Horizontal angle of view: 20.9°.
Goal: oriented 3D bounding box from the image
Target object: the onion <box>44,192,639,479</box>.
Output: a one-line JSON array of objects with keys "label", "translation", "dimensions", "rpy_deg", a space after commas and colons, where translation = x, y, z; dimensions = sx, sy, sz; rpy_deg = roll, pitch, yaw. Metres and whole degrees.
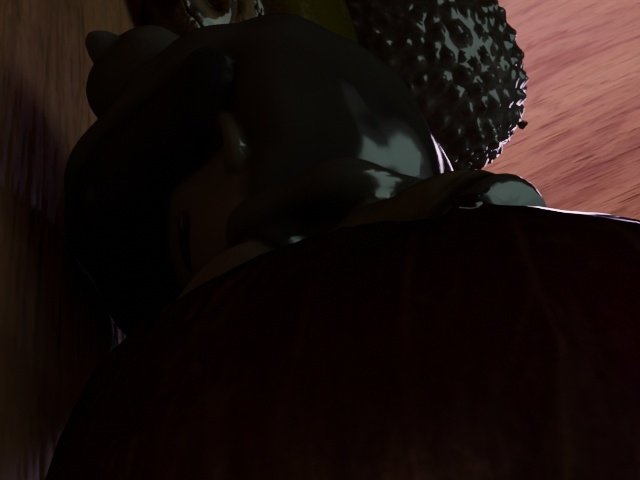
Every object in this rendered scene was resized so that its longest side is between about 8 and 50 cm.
[{"label": "onion", "translation": [0.053, 0.187, 0.560], "dimensions": [0.347, 0.348, 0.385], "rpy_deg": [59, 25, -45]}]

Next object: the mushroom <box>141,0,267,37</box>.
[{"label": "mushroom", "translation": [-0.091, -0.187, 1.438], "dimensions": [0.127, 0.087, 0.127], "rpy_deg": [24, 54, -38]}]

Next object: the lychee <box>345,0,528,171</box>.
[{"label": "lychee", "translation": [0.087, -0.183, 1.965], "dimensions": [0.300, 0.300, 0.300], "rpy_deg": [-23, 90, -82]}]

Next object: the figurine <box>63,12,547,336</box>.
[{"label": "figurine", "translation": [0.000, 0.000, 0.886], "dimensions": [0.248, 0.203, 0.380], "rpy_deg": [56, -11, -23]}]

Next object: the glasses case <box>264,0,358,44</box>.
[{"label": "glasses case", "translation": [-0.056, -0.245, 1.716], "dimensions": [0.173, 0.141, 0.371], "rpy_deg": [52, 17, -64]}]
